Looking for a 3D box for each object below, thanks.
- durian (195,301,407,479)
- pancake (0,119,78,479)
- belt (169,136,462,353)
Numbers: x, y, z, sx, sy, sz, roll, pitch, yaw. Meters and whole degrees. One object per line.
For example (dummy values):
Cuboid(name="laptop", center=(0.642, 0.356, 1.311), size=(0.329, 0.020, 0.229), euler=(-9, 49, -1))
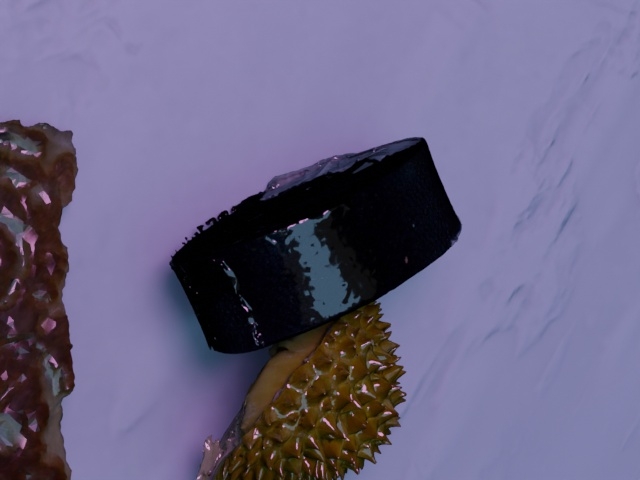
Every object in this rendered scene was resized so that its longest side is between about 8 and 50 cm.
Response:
Cuboid(name="durian", center=(-0.016, 0.127, 0.921), size=(0.102, 0.146, 0.208), euler=(41, 88, 4))
Cuboid(name="pancake", center=(-0.319, 0.024, 0.797), size=(0.427, 0.067, 0.304), euler=(21, 69, -25))
Cuboid(name="belt", center=(0.000, 0.000, 0.911), size=(0.198, 0.151, 0.078), euler=(-31, 104, -29))
